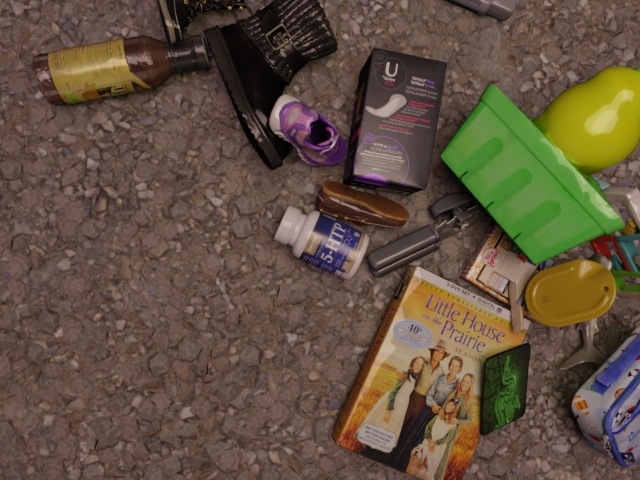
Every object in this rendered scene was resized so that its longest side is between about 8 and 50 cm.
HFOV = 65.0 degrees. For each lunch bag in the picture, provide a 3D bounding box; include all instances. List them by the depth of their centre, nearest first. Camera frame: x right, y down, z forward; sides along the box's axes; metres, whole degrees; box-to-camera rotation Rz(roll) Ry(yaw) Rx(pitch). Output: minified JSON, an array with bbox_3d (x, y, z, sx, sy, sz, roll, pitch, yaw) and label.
[{"bbox_3d":[0.683,0.331,1.089,0.303,0.115,0.243,-42,123,-12],"label":"lunch bag"}]

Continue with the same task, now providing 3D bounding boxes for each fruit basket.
[{"bbox_3d":[0.474,-0.176,0.998,0.391,0.283,0.393,0,89,20],"label":"fruit basket"}]

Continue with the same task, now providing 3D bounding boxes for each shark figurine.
[{"bbox_3d":[0.592,0.145,1.156,0.116,0.166,0.279,4,107,20],"label":"shark figurine"}]

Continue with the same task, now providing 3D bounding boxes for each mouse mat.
[{"bbox_3d":[0.411,0.329,1.115,0.152,0.007,0.190,-10,107,-30],"label":"mouse mat"}]

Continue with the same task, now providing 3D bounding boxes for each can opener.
[{"bbox_3d":[0.228,-0.019,1.138,0.283,0.076,0.095,-25,59,-4],"label":"can opener"}]

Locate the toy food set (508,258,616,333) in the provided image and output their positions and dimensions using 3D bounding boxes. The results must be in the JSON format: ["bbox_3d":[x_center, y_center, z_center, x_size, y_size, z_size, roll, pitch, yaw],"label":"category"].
[{"bbox_3d":[0.518,0.123,1.073,0.071,0.217,0.128,20,56,-45],"label":"toy food set"}]

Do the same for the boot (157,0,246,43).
[{"bbox_3d":[-0.243,-0.499,1.047,0.178,0.085,0.237,-7,51,-9],"label":"boot"}]

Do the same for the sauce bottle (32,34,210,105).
[{"bbox_3d":[-0.409,-0.367,1.058,0.344,0.111,0.112,-12,90,-3],"label":"sauce bottle"}]

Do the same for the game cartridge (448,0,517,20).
[{"bbox_3d":[0.308,-0.673,1.152,0.354,0.068,0.230,21,91,-4],"label":"game cartridge"}]

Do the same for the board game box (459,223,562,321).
[{"bbox_3d":[0.441,0.073,1.154,0.193,0.045,0.147,32,87,-3],"label":"board game box"}]

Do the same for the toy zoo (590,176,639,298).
[{"bbox_3d":[0.660,-0.006,1.101,0.030,0.192,0.293,-27,90,-5],"label":"toy zoo"}]

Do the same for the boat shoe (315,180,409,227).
[{"bbox_3d":[0.091,-0.069,1.121,0.206,0.073,0.073,20,125,-1],"label":"boat shoe"}]

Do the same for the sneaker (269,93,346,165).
[{"bbox_3d":[-0.002,-0.209,1.034,0.104,0.236,0.095,24,89,33],"label":"sneaker"}]

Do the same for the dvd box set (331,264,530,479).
[{"bbox_3d":[0.249,0.305,1.115,0.307,0.062,0.421,26,87,-9],"label":"dvd box set"}]

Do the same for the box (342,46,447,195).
[{"bbox_3d":[0.155,-0.247,1.086,0.165,0.143,0.271,10,88,-6],"label":"box"}]

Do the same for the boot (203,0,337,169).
[{"bbox_3d":[-0.072,-0.352,1.076,0.260,0.131,0.348,-23,90,-5],"label":"boot"}]

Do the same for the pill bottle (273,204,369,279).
[{"bbox_3d":[0.000,0.000,1.086,0.186,0.112,0.112,24,87,-4],"label":"pill bottle"}]
